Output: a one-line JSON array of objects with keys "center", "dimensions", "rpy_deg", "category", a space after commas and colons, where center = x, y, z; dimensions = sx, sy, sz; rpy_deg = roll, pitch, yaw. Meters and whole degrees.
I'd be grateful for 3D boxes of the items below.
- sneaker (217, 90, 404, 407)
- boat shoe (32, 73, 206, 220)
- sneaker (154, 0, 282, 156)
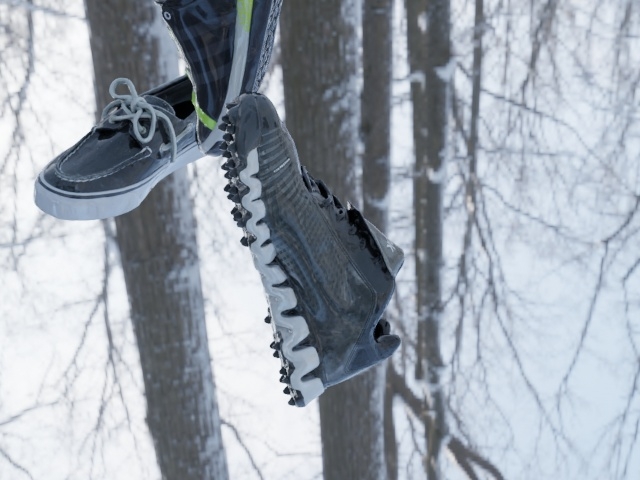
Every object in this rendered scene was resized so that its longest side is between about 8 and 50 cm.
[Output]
[{"center": [0.000, 0.000, 0.731], "dimensions": [0.106, 0.234, 0.078], "rpy_deg": [-17, -152, -6], "category": "sneaker"}, {"center": [-0.201, -0.122, 1.231], "dimensions": [0.113, 0.105, 0.306], "rpy_deg": [32, -140, 25], "category": "boat shoe"}, {"center": [-0.088, -0.177, 0.887], "dimensions": [0.097, 0.235, 0.084], "rpy_deg": [19, -140, 0], "category": "sneaker"}]
